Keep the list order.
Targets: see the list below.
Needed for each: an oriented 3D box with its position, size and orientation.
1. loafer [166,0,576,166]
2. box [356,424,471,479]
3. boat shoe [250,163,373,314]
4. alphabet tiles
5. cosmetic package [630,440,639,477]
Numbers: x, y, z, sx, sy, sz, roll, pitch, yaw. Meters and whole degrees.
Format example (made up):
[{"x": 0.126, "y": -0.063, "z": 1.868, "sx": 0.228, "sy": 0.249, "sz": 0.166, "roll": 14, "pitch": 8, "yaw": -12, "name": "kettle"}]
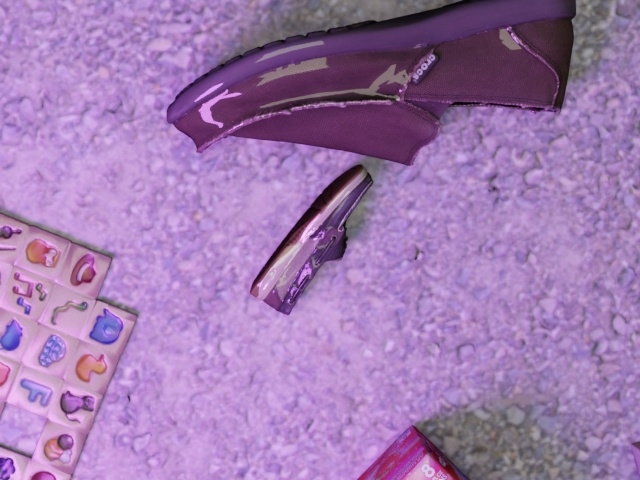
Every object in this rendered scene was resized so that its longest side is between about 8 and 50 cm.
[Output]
[{"x": 0.052, "y": -0.123, "z": 1.254, "sx": 0.366, "sy": 0.134, "sz": 0.130, "roll": -13, "pitch": 96, "yaw": -2, "name": "loafer"}, {"x": 0.043, "y": 0.304, "z": 1.298, "sx": 0.257, "sy": 0.122, "sz": 0.128, "roll": -45, "pitch": 95, "yaw": 1, "name": "box"}, {"x": 0.000, "y": 0.000, "z": 1.306, "sx": 0.049, "sy": 0.056, "sz": 0.152, "roll": 39, "pitch": 101, "yaw": -11, "name": "boat shoe"}, {"x": -0.286, "y": 0.102, "z": 1.318, "sx": 0.198, "sy": 0.009, "sz": 0.237, "roll": 22, "pitch": 93, "yaw": -5, "name": "alphabet tiles"}, {"x": 0.348, "y": 0.193, "z": 1.339, "sx": 0.115, "sy": 0.060, "sz": 0.041, "roll": -17, "pitch": 95, "yaw": -3, "name": "cosmetic package"}]
